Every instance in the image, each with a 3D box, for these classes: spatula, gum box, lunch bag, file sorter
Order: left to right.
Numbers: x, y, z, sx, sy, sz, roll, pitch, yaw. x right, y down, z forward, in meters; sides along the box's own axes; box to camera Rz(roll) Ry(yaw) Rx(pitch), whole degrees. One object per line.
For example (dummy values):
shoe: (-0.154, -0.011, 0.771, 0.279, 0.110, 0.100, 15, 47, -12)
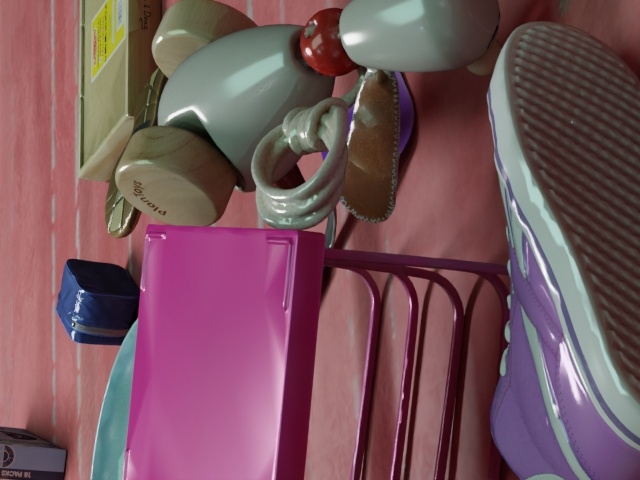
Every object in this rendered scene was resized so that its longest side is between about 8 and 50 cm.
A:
gum box: (-0.379, 0.229, 2.171, 0.184, 0.157, 0.041, -173, 90, -68)
lunch bag: (-0.225, 0.064, 1.971, 0.098, 0.067, 0.065, -128, 50, -61)
spatula: (0.000, 0.000, 1.509, 0.084, 0.030, 0.296, -111, 36, -45)
file sorter: (0.005, 0.100, 1.273, 0.291, 0.182, 0.202, -177, 93, -68)

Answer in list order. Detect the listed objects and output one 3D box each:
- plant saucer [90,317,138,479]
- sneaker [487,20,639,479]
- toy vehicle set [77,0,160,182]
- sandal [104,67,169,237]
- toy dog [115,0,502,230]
plant saucer: (-0.140, 0.217, 1.759, 0.317, 0.044, 0.317, -172, 90, -67)
sneaker: (0.129, 0.022, 1.117, 0.161, 0.102, 0.282, 123, 146, -51)
toy vehicle set: (-0.210, -0.214, 2.060, 0.166, 0.035, 0.267, 141, 132, -59)
sandal: (-0.159, -0.084, 1.897, 0.072, 0.049, 0.180, -19, 51, 59)
toy dog: (0.005, -0.086, 1.364, 0.334, 0.161, 0.220, 13, 72, 55)
